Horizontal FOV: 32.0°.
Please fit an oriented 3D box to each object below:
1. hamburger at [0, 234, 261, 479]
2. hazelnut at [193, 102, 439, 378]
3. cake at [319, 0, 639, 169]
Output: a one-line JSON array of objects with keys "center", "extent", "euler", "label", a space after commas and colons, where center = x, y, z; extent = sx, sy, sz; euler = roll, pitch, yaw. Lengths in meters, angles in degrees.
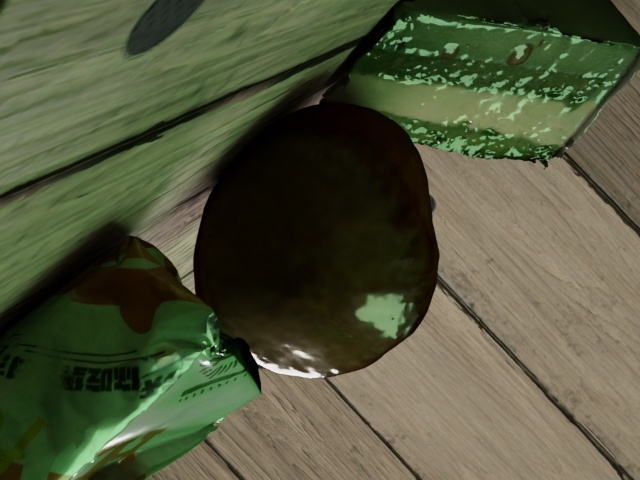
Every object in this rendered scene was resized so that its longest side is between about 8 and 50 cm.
[{"center": [-0.150, 0.104, 0.710], "extent": [0.214, 0.125, 0.235], "euler": [-34, 173, -5], "label": "hamburger"}, {"center": [0.009, 0.006, 0.830], "extent": [0.210, 0.186, 0.210], "euler": [-21, 131, -26], "label": "hazelnut"}, {"center": [0.105, -0.178, 0.949], "extent": [0.283, 0.172, 0.158], "euler": [1, 140, -37], "label": "cake"}]
